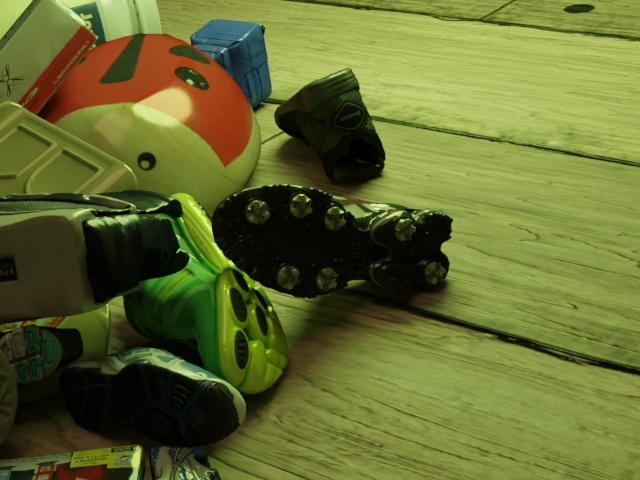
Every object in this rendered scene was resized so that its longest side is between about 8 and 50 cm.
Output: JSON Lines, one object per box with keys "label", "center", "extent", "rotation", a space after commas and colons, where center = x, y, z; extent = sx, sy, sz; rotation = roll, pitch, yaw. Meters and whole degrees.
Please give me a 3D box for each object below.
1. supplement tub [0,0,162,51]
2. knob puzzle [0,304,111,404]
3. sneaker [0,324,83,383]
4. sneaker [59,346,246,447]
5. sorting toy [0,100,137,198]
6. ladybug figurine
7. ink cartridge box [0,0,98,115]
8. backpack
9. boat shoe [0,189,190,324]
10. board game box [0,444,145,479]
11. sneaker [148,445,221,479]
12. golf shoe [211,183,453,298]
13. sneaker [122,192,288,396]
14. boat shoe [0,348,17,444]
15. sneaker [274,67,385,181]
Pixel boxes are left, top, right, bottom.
{"label": "supplement tub", "center": [-0.417, -0.299, 1.935], "extent": [0.324, 0.235, 0.235], "rotation": [-20, 29, -24]}
{"label": "knob puzzle", "center": [-0.286, 0.100, 1.313], "extent": [0.213, 0.030, 0.213], "rotation": [-7, 41, 7]}
{"label": "sneaker", "center": [-0.290, 0.111, 1.243], "extent": [0.166, 0.065, 0.076], "rotation": [-7, 1, 28]}
{"label": "sneaker", "center": [-0.138, 0.125, 1.167], "extent": [0.211, 0.080, 0.081], "rotation": [6, 23, 43]}
{"label": "sorting toy", "center": [-0.368, -0.010, 1.407], "extent": [0.229, 0.041, 0.307], "rotation": [30, 63, 35]}
{"label": "ladybug figurine", "center": [-0.229, -0.139, 1.647], "extent": [0.305, 0.162, 0.449], "rotation": [-7, 26, 2]}
{"label": "ink cartridge box", "center": [-0.398, -0.168, 1.632], "extent": [0.296, 0.066, 0.261], "rotation": [-51, 20, 1]}
{"label": "backpack", "center": [-0.129, -0.234, 1.860], "extent": [0.098, 0.120, 0.101], "rotation": [16, 44, 35]}
{"label": "boat shoe", "center": [-0.282, 0.016, 1.276], "extent": [0.340, 0.127, 0.158], "rotation": [1, 10, 34]}
{"label": "board game box", "center": [-0.232, 0.241, 1.000], "extent": [0.194, 0.060, 0.194], "rotation": [-6, 27, 2]}
{"label": "sneaker", "center": [-0.102, 0.201, 1.056], "extent": [0.058, 0.052, 0.135], "rotation": [-7, 26, -8]}
{"label": "golf shoe", "center": [0.000, 0.000, 1.332], "extent": [0.272, 0.105, 0.120], "rotation": [9, 6, -34]}
{"label": "sneaker", "center": [-0.119, 0.069, 1.298], "extent": [0.123, 0.109, 0.295], "rotation": [-39, 34, 4]}
{"label": "boat shoe", "center": [-0.482, 0.186, 1.053], "extent": [0.156, 0.187, 0.500], "rotation": [12, 27, 44]}
{"label": "sneaker", "center": [0.010, -0.128, 1.665], "extent": [0.087, 0.130, 0.227], "rotation": [-22, 2, -17]}
